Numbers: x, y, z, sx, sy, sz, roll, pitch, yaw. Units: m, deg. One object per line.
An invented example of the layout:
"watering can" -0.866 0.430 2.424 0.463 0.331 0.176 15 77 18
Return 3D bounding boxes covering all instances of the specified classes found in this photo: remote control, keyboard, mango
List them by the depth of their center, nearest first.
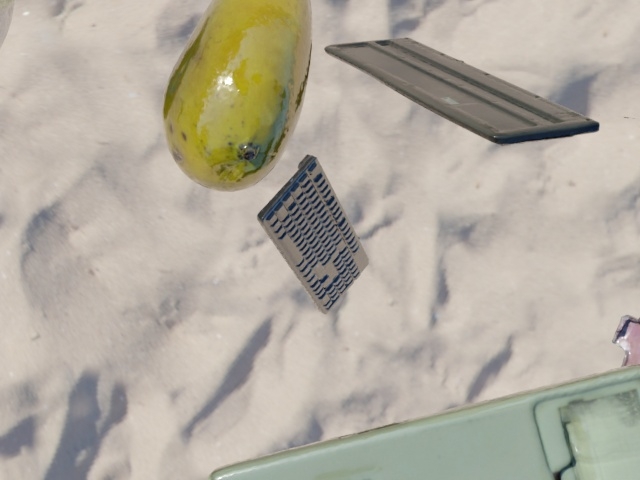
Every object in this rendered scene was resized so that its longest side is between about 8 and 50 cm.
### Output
"mango" -0.045 -0.103 0.679 0.076 0.103 0.161 24 55 -15
"remote control" 0.077 0.162 0.686 0.285 0.038 0.123 -17 83 7
"keyboard" 0.127 -0.110 0.873 0.103 0.381 0.041 -10 110 -24
"keyboard" 0.000 0.000 1.340 0.101 0.018 0.310 -50 156 -10

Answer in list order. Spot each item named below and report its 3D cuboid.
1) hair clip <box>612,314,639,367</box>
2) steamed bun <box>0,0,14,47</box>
"hair clip" 0.282 0.132 0.891 0.056 0.146 0.187 18 92 -46
"steamed bun" -0.420 -0.282 1.097 0.309 0.309 0.309 -4 100 -21
